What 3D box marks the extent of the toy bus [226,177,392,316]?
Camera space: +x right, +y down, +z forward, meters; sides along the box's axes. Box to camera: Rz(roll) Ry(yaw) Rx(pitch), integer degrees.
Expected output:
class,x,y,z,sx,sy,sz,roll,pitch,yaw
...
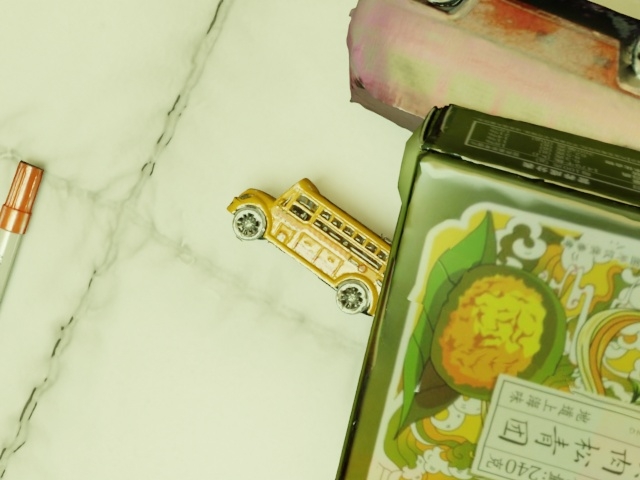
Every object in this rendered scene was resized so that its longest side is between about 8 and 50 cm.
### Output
class,x,y,z,sx,sy,sz,roll,pitch,yaw
toy bus,0.000,0.000,1.010,0.162,0.069,0.074,36,94,6

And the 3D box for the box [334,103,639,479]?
class,x,y,z,sx,sy,sz,roll,pitch,yaw
box,0.231,0.132,0.881,0.420,0.138,0.373,17,114,9

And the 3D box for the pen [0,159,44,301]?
class,x,y,z,sx,sy,sz,roll,pitch,yaw
pen,-0.302,0.042,1.079,0.028,0.028,0.239,20,93,9

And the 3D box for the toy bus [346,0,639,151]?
class,x,y,z,sx,sy,sz,roll,pitch,yaw
toy bus,0.163,-0.132,0.952,0.302,0.127,0.147,22,86,8
